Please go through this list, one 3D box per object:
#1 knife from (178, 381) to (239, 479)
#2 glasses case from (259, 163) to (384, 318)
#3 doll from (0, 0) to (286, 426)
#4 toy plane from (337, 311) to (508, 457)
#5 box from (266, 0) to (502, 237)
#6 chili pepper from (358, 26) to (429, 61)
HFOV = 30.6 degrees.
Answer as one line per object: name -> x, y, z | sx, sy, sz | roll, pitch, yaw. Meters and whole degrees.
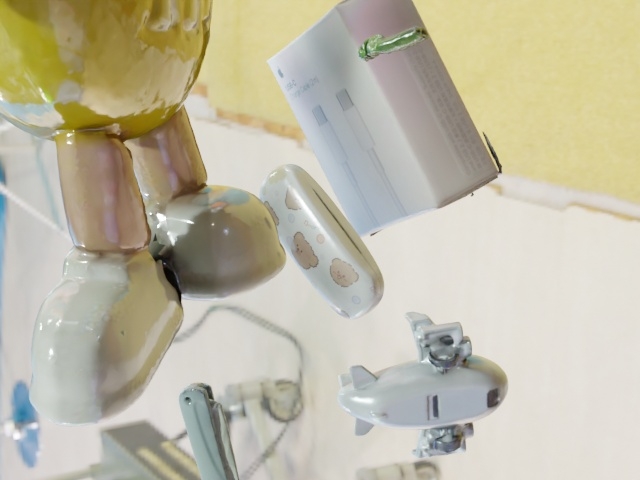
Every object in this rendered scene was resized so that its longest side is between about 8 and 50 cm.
knife -> -0.104, 0.218, 1.169 | 0.044, 0.023, 0.162 | -12, 100, 19
glasses case -> 0.000, 0.000, 1.093 | 0.164, 0.041, 0.063 | 55, 133, 16
doll -> -0.136, -0.116, 0.629 | 0.423, 0.161, 0.348 | 66, -157, -45
toy plane -> 0.104, 0.151, 1.184 | 0.080, 0.174, 0.174 | -99, 19, -64
box -> 0.068, -0.143, 1.338 | 0.251, 0.106, 0.203 | 64, 155, -3
chili pepper -> 0.060, -0.175, 1.049 | 0.083, 0.027, 0.022 | -8, 126, 47
